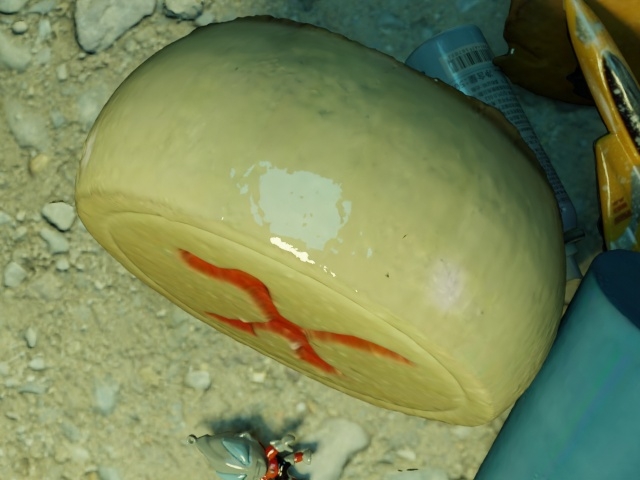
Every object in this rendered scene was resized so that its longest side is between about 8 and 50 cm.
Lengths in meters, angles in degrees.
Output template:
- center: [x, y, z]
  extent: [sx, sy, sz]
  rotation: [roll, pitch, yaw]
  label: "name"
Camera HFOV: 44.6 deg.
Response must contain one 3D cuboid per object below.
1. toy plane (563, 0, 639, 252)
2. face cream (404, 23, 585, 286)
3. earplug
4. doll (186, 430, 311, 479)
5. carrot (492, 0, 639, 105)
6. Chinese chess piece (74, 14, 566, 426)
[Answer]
- center: [0.247, -0.041, 0.586]
  extent: [0.204, 0.103, 0.316]
  rotation: [-31, 98, 6]
  label: "toy plane"
- center: [0.149, -0.064, 0.650]
  extent: [0.075, 0.075, 0.229]
  rotation: [-25, 78, 8]
  label: "face cream"
- center: [0.186, 0.154, 0.555]
  extent: [0.132, 0.132, 0.273]
  rotation: [31, 120, 14]
  label: "earplug"
- center: [-0.065, 0.193, 0.685]
  extent: [0.114, 0.039, 0.057]
  rotation: [13, 128, 5]
  label: "doll"
- center: [0.240, -0.260, 0.622]
  extent: [0.196, 0.196, 0.254]
  rotation: [1, 72, 13]
  label: "carrot"
- center: [0.000, 0.000, 0.543]
  extent: [0.338, 0.338, 0.140]
  rotation: [22, 72, 14]
  label: "Chinese chess piece"
